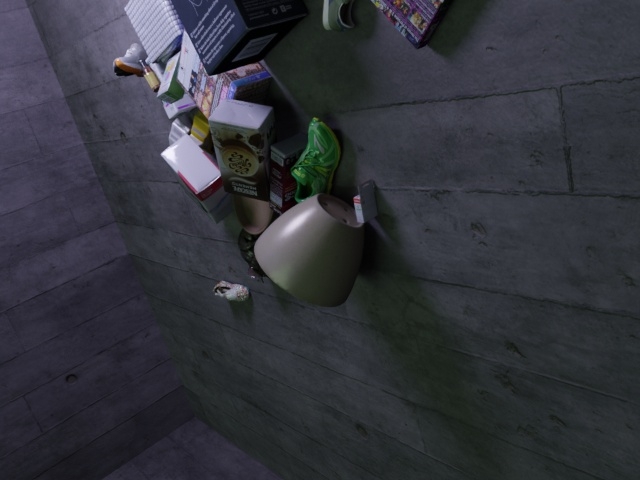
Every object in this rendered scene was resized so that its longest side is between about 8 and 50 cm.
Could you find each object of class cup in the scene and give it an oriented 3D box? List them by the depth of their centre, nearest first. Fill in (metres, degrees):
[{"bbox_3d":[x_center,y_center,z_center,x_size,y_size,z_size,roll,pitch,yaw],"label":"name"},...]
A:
[{"bbox_3d":[0.000,0.000,1.736,0.331,0.331,0.237,44,116,24],"label":"cup"}]

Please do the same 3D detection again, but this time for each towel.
[{"bbox_3d":[-0.547,-0.775,2.030,0.283,0.121,0.235,-15,103,54],"label":"towel"}]

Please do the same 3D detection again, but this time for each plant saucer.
[{"bbox_3d":[-0.230,-0.160,2.062,0.277,0.041,0.278,11,105,50],"label":"plant saucer"}]

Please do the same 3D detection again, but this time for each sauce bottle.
[{"bbox_3d":[-0.636,-0.616,2.158,0.128,0.042,0.042,60,147,6],"label":"sauce bottle"}]

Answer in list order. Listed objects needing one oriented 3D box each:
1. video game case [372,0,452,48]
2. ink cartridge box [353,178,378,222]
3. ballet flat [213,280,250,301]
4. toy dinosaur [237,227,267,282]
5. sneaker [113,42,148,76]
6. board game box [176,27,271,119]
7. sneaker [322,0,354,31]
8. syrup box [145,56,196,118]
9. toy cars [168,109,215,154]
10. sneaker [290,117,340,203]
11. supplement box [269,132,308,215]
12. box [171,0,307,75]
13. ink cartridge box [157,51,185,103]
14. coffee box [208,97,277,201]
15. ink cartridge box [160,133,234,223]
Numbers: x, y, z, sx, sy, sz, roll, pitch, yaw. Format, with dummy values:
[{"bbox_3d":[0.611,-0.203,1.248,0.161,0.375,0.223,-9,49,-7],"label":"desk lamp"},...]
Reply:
[{"bbox_3d":[0.193,-0.575,1.252,0.232,0.041,0.210,52,146,14],"label":"video game case"},{"bbox_3d":[0.127,-0.114,1.661,0.029,0.062,0.115,13,124,46],"label":"ink cartridge box"},{"bbox_3d":[-0.409,0.240,2.627,0.241,0.077,0.091,3,116,52],"label":"ballet flat"},{"bbox_3d":[-0.265,0.032,2.246,0.160,0.121,0.314,-17,104,43],"label":"toy dinosaur"},{"bbox_3d":[-0.727,-0.701,2.231,0.099,0.262,0.121,-10,101,12],"label":"sneaker"},{"bbox_3d":[-0.322,-0.528,1.884,0.291,0.141,0.232,51,146,15],"label":"board game box"},{"bbox_3d":[0.050,-0.607,1.409,0.086,0.064,0.192,23,132,33],"label":"sneaker"},{"bbox_3d":[-0.573,-0.597,2.211,0.093,0.096,0.237,-12,103,57],"label":"syrup box"},{"bbox_3d":[-0.510,-0.392,2.256,0.393,0.087,0.176,2,130,53],"label":"toy cars"},{"bbox_3d":[-0.019,-0.221,1.722,0.109,0.123,0.296,38,140,31],"label":"sneaker"},{"bbox_3d":[-0.090,-0.204,1.825,0.073,0.130,0.239,37,141,31],"label":"supplement box"},{"bbox_3d":[-0.265,-0.717,1.606,0.293,0.212,0.396,-17,100,57],"label":"box"},{"bbox_3d":[-0.502,-0.596,2.037,0.109,0.062,0.209,-1,71,54],"label":"ink cartridge box"},{"bbox_3d":[-0.229,-0.279,1.815,0.168,0.119,0.297,13,141,14],"label":"coffee box"},{"bbox_3d":[-0.446,-0.222,2.174,0.226,0.131,0.306,45,167,17],"label":"ink cartridge box"}]
